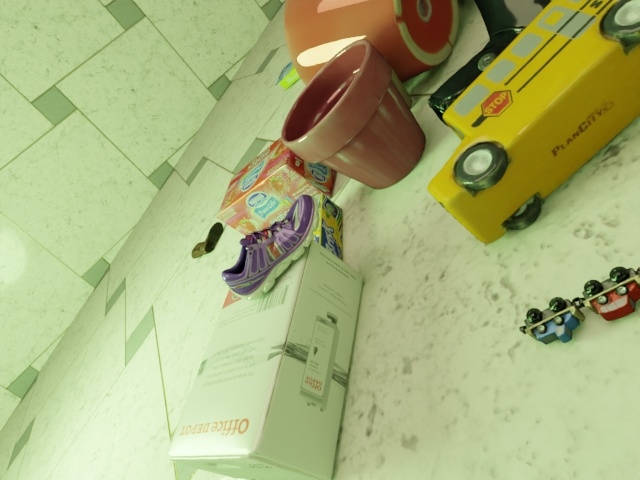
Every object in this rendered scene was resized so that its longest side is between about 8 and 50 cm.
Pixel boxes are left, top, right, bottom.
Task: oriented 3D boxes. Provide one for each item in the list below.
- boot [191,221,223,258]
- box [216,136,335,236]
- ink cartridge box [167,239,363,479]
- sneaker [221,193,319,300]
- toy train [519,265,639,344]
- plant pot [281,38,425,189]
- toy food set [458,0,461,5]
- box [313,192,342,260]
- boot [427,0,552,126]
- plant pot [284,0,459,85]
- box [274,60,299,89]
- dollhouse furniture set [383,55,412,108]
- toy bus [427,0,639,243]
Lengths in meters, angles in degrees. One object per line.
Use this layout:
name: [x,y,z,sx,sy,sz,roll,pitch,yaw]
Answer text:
boot: [-0.336,0.001,1.297,0.114,0.037,0.106,-18,42,55]
box: [-0.095,-0.115,0.953,0.257,0.122,0.128,-28,39,40]
ink cartridge box: [-0.068,0.167,0.609,0.207,0.117,0.283,-26,38,41]
sneaker: [-0.066,0.004,0.590,0.170,0.071,0.068,-51,27,1]
toy train: [0.241,0.047,0.364,0.158,0.027,0.036,-37,43,29]
plant pot: [0.066,-0.185,0.722,0.201,0.180,0.201,-37,33,30]
toy food set: [0.225,-0.499,0.968,0.132,0.038,0.192,-58,28,-6]
box: [0.000,0.000,0.755,0.059,0.054,0.169,-36,34,31]
boot: [0.224,-0.264,0.607,0.207,0.094,0.246,-44,54,17]
plant pot: [0.107,-0.412,0.845,0.243,0.275,0.275,8,66,48]
box: [-0.082,-0.612,1.562,0.178,0.042,0.109,-21,42,47]
dollhouse furniture set: [0.074,-0.229,0.827,0.151,0.144,0.123,0,63,40]
toy bus: [0.250,-0.157,0.460,0.333,0.108,0.130,-46,40,16]
